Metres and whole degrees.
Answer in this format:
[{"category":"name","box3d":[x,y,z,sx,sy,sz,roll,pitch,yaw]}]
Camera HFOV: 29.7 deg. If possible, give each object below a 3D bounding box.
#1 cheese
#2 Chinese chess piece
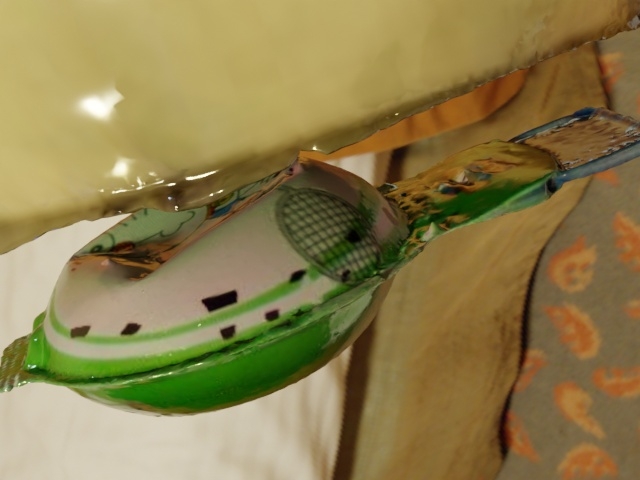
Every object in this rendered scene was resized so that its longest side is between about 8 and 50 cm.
[{"category":"cheese","box3d":[0.000,0.000,0.566,0.320,0.204,0.083,-23,106,-4]},{"category":"Chinese chess piece","box3d":[-0.024,-0.115,0.500,0.338,0.338,0.141,-9,106,36]}]
